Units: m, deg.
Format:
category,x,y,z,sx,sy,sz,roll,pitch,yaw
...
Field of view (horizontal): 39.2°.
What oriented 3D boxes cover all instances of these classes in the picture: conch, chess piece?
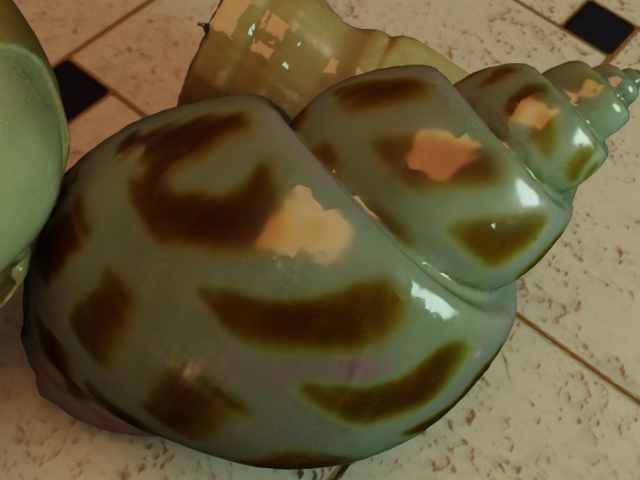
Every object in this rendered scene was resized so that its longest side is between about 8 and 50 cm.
category,x,y,z,sx,sy,sz,roll,pitch,yaw
conch,-0.001,0.001,0.526,0.368,0.197,0.249,-35,91,-13
chess piece,0.053,-0.088,0.666,0.301,0.137,0.137,24,57,-4

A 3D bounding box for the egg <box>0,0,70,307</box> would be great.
category,x,y,z,sx,sy,sz,roll,pitch,yaw
egg,-0.235,-0.063,0.448,0.201,0.201,0.244,-20,58,-18
